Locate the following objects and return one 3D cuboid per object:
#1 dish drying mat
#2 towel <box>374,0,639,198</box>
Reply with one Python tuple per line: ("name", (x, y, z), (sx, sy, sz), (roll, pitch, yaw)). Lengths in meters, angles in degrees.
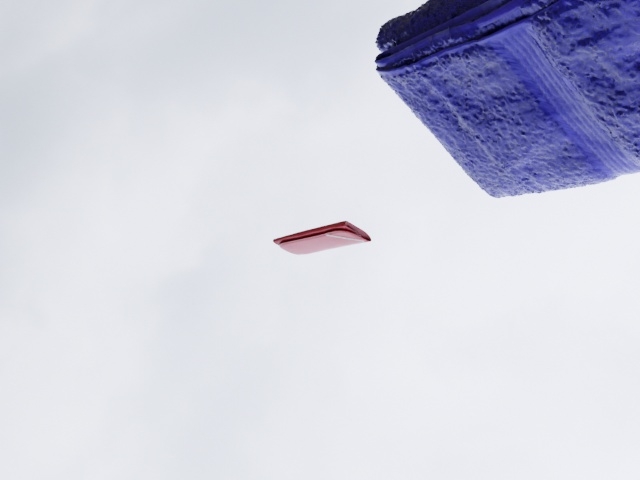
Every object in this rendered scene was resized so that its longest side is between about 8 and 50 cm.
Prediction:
("dish drying mat", (0.000, 0.000, 0.603), (0.083, 0.032, 0.008), (-13, -121, 45))
("towel", (0.191, -0.129, 0.637), (0.076, 0.227, 0.308), (-49, -161, -23))
